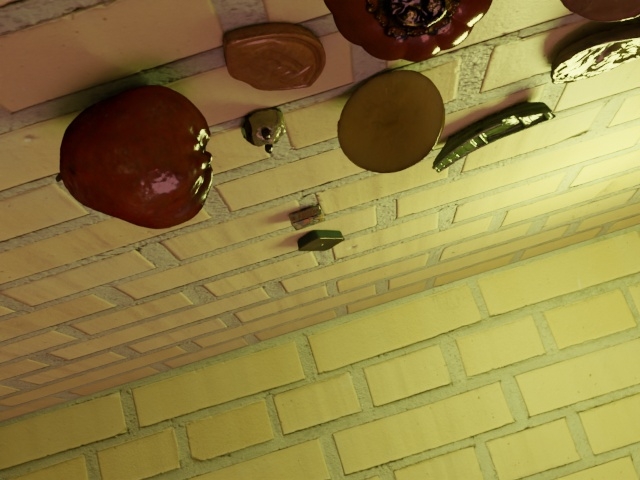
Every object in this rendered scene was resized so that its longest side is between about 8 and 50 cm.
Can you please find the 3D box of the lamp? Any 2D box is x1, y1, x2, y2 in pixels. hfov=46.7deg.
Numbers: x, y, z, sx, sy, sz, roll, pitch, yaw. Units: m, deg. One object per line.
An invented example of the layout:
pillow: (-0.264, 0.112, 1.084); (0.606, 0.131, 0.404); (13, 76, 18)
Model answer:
lamp: (0.109, -0.330, 0.914); (0.223, 0.196, 0.223); (-1, 126, -1)

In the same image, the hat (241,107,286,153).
hat: (-0.100, -0.199, 1.351); (0.076, 0.059, 0.077); (-14, 159, -25)

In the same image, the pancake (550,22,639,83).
pancake: (0.563, -0.373, 1.474); (0.241, 0.050, 0.242); (-12, 170, -2)

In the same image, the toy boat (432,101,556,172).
toy boat: (0.381, -0.242, 1.682); (0.293, 0.055, 0.093); (-25, 162, 21)

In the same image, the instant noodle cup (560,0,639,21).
instant noodle cup: (0.442, -0.416, 0.946); (0.231, 0.243, 0.243); (-17, 164, -28)

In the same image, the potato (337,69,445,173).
potato: (0.149, -0.217, 1.392); (0.203, 0.178, 0.158); (-50, 169, 16)

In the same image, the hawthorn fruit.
hawthorn fruit: (-0.295, -0.124, 1.147); (0.260, 0.224, 0.224); (-5, 163, 4)

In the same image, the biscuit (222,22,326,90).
biscuit: (-0.067, -0.285, 1.165); (0.142, 0.029, 0.220); (-25, 161, 23)

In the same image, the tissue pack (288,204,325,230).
tissue pack: (-0.034, -0.058, 1.883); (0.083, 0.035, 0.063); (-17, 163, 5)

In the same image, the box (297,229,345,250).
box: (0.000, 0.000, 2.099); (0.126, 0.031, 0.091); (0, 156, -45)
